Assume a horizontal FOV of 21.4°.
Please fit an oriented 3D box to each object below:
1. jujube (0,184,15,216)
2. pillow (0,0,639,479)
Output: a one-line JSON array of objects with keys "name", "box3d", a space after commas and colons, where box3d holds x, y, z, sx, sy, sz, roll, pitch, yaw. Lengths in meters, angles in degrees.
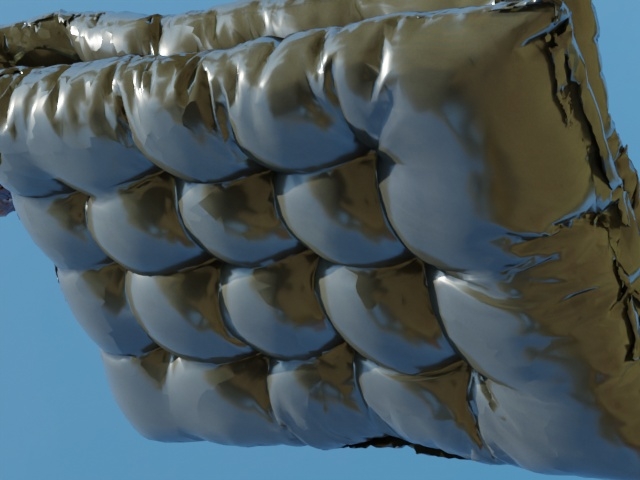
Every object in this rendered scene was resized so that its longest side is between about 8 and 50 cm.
[{"name": "jujube", "box3d": [-0.201, -0.061, 1.066, 0.104, 0.166, 0.104, 3, -94, -36]}, {"name": "pillow", "box3d": [0.000, 0.000, 0.731, 0.101, 0.326, 0.228, -53, -51, -43]}]
